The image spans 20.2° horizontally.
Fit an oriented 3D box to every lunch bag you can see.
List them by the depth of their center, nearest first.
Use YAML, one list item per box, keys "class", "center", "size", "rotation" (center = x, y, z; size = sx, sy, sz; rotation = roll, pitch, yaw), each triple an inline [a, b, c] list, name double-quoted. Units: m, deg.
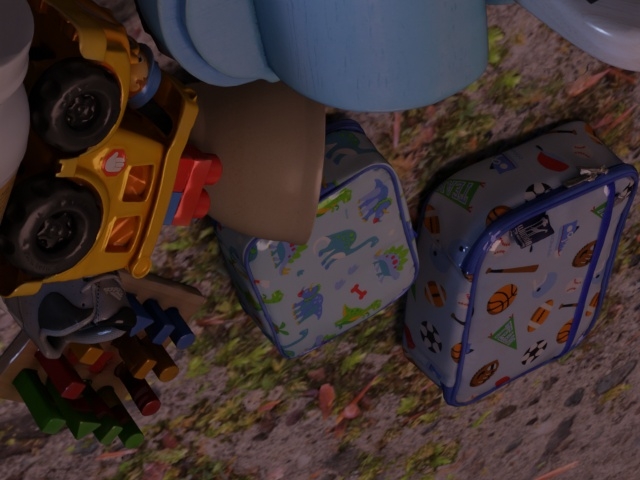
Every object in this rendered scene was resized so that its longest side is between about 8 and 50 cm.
- class: "lunch bag"
  center: [0.000, 0.000, 1.663]
  size: [0.176, 0.090, 0.219]
  rotation: [-32, 145, -9]
- class: "lunch bag"
  center: [0.212, 0.022, 1.869]
  size: [0.243, 0.115, 0.303]
  rotation: [-22, 143, -27]

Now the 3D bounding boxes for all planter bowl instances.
- class: "planter bowl"
  center: [-0.063, -0.078, 1.478]
  size: [0.109, 0.162, 0.162]
  rotation: [2, 134, -10]

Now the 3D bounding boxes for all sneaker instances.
- class: "sneaker"
  center: [-0.170, 0.006, 1.475]
  size: [0.086, 0.132, 0.228]
  rotation: [15, 120, -50]

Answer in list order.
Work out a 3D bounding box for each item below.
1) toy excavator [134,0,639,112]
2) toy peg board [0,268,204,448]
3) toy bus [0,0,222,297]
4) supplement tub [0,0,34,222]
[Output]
- class: "toy excavator"
  center: [0.114, -0.195, 1.231]
  size: [0.433, 0.445, 0.222]
  rotation: [-29, 145, -14]
- class: "toy peg board"
  center: [-0.189, 0.112, 1.626]
  size: [0.160, 0.079, 0.161]
  rotation: [-50, 145, 15]
- class: "toy bus"
  center: [-0.163, -0.078, 1.345]
  size: [0.211, 0.149, 0.220]
  rotation: [-1, 119, -39]
- class: "supplement tub"
  center: [-0.325, -0.038, 1.196]
  size: [0.228, 0.228, 0.316]
  rotation: [-6, 134, -39]
